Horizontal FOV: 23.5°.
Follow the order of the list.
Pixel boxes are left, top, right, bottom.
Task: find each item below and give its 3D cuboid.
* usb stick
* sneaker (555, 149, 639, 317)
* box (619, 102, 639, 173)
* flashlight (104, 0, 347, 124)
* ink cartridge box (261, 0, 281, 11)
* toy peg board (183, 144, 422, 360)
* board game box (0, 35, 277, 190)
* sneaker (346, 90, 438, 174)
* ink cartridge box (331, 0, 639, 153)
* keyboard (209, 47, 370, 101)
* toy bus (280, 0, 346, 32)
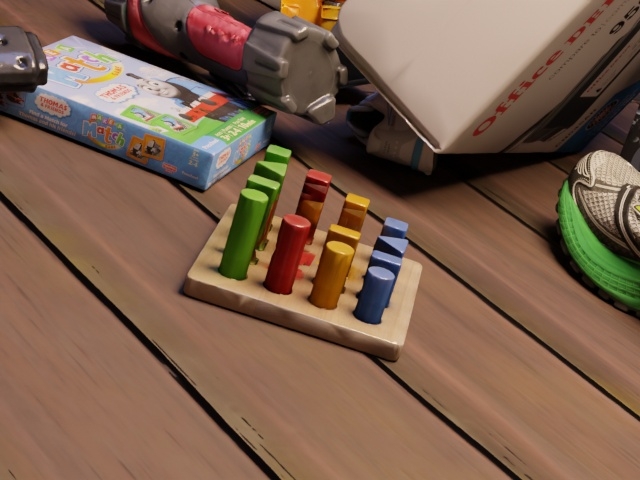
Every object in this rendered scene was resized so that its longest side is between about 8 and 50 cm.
[{"bbox_3d":[-0.357,-0.141,1.215,0.278,0.045,0.077,-4,34,-25],"label":"usb stick"},{"bbox_3d":[0.323,0.005,1.272,0.134,0.146,0.343,3,25,-31],"label":"sneaker"},{"bbox_3d":[0.381,-0.093,1.495,0.078,0.180,0.147,-1,28,-40],"label":"box"},{"bbox_3d":[-0.094,-0.203,1.462,0.103,0.103,0.304,15,8,-39],"label":"flashlight"},{"bbox_3d":[-0.071,-0.339,1.931,0.207,0.046,0.097,33,26,35],"label":"ink cartridge box"},{"bbox_3d":[0.000,0.000,1.140,0.161,0.079,0.161,18,23,2],"label":"toy peg board"},{"bbox_3d":[-0.163,-0.116,1.349,0.212,0.039,0.160,20,23,11],"label":"board game box"},{"bbox_3d":[0.065,-0.128,1.507,0.083,0.071,0.190,7,23,-8],"label":"sneaker"},{"bbox_3d":[0.229,-0.233,1.469,0.166,0.285,0.395,50,24,16],"label":"ink cartridge box"},{"bbox_3d":[-0.026,-0.170,1.590,0.192,0.038,0.100,-11,43,-35],"label":"keyboard"},{"bbox_3d":[0.061,-0.272,1.759,0.220,0.149,0.211,6,7,-5],"label":"toy bus"}]
